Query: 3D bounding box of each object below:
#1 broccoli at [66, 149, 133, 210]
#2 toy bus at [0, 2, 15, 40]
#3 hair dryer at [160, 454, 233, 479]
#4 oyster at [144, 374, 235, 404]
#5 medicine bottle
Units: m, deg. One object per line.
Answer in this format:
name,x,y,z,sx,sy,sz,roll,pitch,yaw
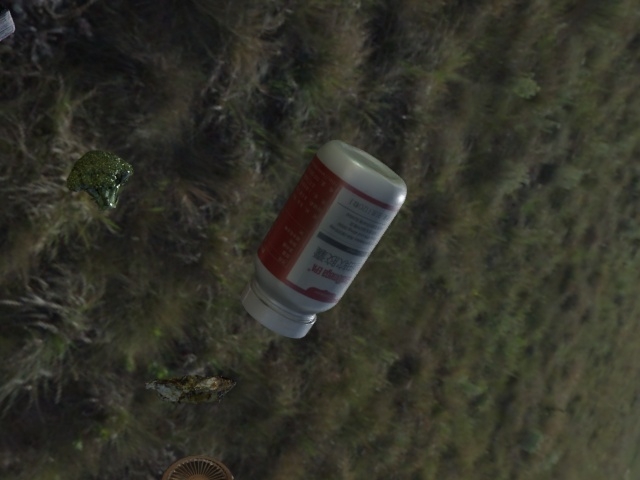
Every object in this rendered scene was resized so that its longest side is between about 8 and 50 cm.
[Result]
broccoli,-0.439,-0.121,1.476,0.131,0.130,0.120,-13,102,-18
toy bus,-0.456,-0.315,0.967,0.037,0.131,0.052,-46,165,-23
hair dryer,-0.081,0.465,1.041,0.107,0.352,0.189,-41,150,-49
oyster,-0.183,0.208,1.042,0.086,0.132,0.029,94,3,-61
medicine bottle,0.000,0.000,0.978,0.250,0.131,0.131,-58,153,15
